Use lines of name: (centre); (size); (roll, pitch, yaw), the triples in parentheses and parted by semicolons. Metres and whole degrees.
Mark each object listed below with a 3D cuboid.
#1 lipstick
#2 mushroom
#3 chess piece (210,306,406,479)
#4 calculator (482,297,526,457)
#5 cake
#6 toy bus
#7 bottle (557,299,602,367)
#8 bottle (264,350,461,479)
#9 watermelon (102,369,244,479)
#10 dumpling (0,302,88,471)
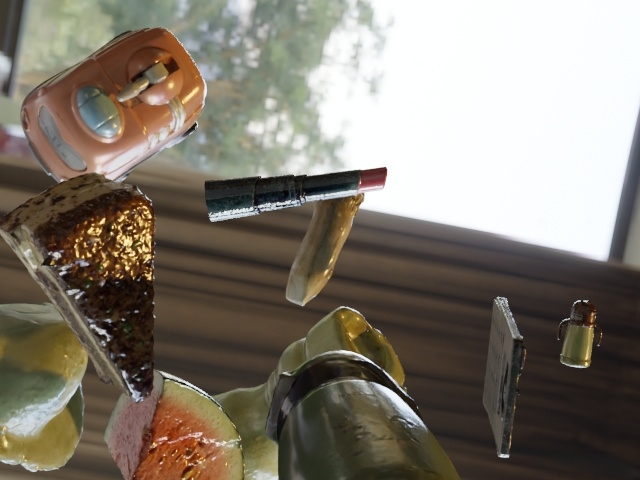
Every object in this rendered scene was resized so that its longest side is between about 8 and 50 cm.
lipstick: (-0.029, -0.069, 1.753); (0.053, 0.234, 0.054); (-9, 90, -88)
mushroom: (0.000, 0.000, 2.150); (0.071, 0.084, 0.209); (107, 4, -78)
chess piece: (-0.074, 0.300, 2.260); (0.442, 0.234, 0.234); (-35, -152, 23)
calculator: (0.242, 0.177, 1.823); (0.262, 0.021, 0.161); (-74, 170, -81)
cake: (-0.217, 0.044, 1.461); (0.112, 0.135, 0.246); (23, -32, 49)
toy bus: (-0.302, -0.204, 2.079); (0.194, 0.287, 0.232); (57, -17, -7)
bottle: (0.396, 0.140, 2.085); (0.047, 0.063, 0.101); (-159, -103, -68)
bottle: (0.038, 0.219, 1.312); (0.347, 0.168, 0.169); (-115, -145, -70)
watermelon: (-0.169, 0.214, 1.590); (0.137, 0.193, 0.145); (-14, 122, -70)
dumpling: (-0.462, 0.203, 2.135); (0.320, 0.270, 0.212); (-21, 154, -45)
